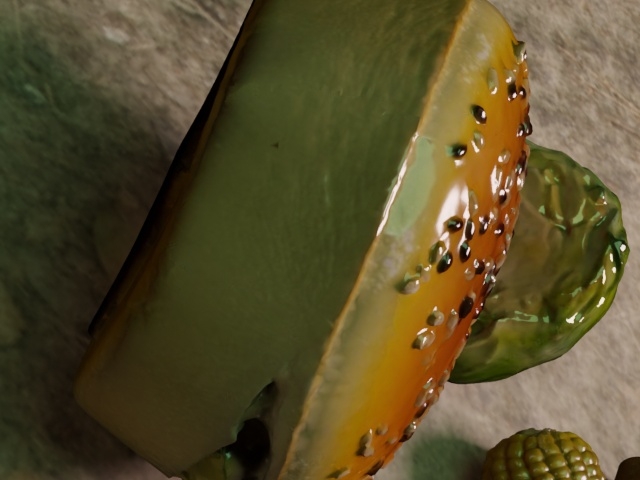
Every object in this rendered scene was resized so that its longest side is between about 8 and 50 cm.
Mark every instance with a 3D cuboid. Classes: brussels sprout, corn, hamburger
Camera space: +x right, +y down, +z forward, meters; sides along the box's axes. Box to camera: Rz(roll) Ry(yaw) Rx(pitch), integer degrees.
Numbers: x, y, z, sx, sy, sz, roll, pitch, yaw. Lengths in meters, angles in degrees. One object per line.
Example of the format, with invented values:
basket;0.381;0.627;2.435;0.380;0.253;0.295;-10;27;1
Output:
brussels sprout;0.114;0.017;0.986;0.151;0.122;0.149;-4;61;-2
corn;0.147;0.226;0.935;0.080;0.080;0.231;9;63;-35
hamburger;0.000;0.000;0.795;0.176;0.300;0.300;27;53;-5

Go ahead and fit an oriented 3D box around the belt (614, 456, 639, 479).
belt;0.230;0.182;1.033;0.083;0.059;0.036;43;49;-15
